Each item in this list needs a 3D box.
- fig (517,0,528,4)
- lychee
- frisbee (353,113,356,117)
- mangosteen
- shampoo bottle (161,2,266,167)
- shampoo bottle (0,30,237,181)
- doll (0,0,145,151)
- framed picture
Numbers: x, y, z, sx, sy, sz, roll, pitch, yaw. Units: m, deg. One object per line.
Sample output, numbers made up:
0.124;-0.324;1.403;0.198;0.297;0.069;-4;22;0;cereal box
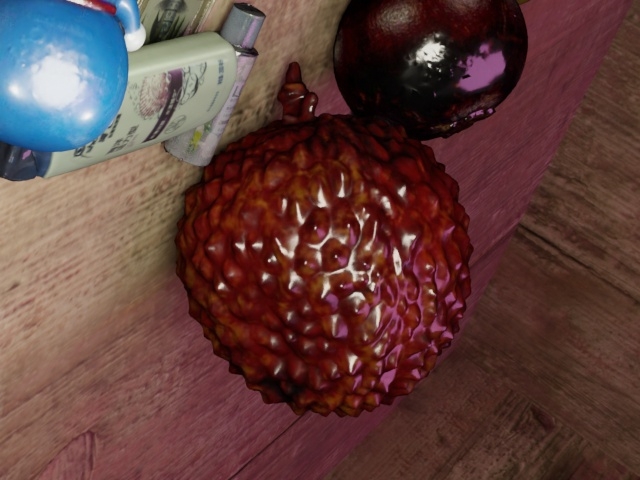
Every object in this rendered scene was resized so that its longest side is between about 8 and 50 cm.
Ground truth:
0.278;-0.453;2.226;0.230;0.207;0.207;-60;164;12;fig
0.000;0.000;1.977;0.424;0.500;0.424;-16;177;-1;lychee
0.157;-0.305;2.447;0.289;0.049;0.289;-49;163;-21;frisbee
0.153;-0.294;2.094;0.297;0.293;0.297;-27;-165;8;mangosteen
-0.130;-0.197;1.792;0.072;0.072;0.214;-24;145;-61;shampoo bottle
-0.233;-0.141;1.555;0.359;0.078;0.134;-27;149;-53;shampoo bottle
-0.248;-0.211;1.300;0.215;0.161;0.257;19;90;-38;doll
-0.204;-0.205;1.664;0.231;0.010;0.173;-62;163;18;framed picture
